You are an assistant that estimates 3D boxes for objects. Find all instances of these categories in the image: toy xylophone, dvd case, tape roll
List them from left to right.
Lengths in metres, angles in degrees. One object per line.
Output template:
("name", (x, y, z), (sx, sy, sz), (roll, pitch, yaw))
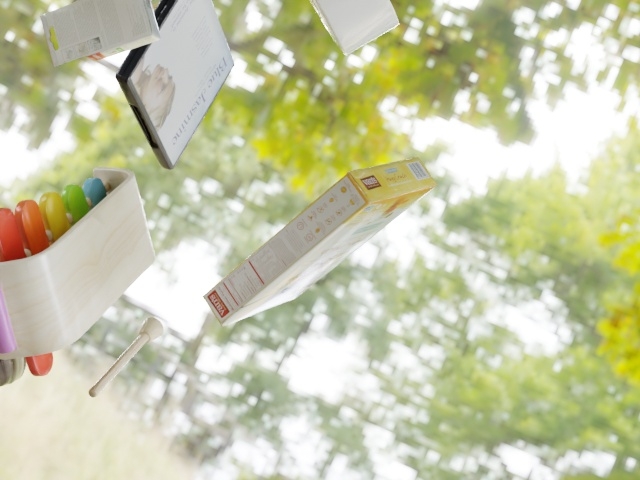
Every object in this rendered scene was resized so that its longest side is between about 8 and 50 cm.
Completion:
("toy xylophone", (-0.281, 0.047, 1.888), (0.081, 0.236, 0.322), (-3, 15, 23))
("dvd case", (-0.181, -0.218, 2.045), (0.022, 0.180, 0.253), (23, -18, 16))
("tape roll", (0.007, -0.425, 2.431), (0.286, 0.100, 0.286), (60, 3, -5))

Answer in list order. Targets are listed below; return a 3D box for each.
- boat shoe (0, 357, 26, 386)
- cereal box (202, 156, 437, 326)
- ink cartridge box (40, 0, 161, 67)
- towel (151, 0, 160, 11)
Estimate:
("boat shoe", (-0.501, 0.106, 2.282), (0.355, 0.130, 0.132), (99, -30, -55))
("cereal box", (0.000, 0.000, 1.777), (0.047, 0.240, 0.173), (55, 29, 10))
("ink cartridge box", (-0.231, -0.225, 1.686), (0.115, 0.063, 0.029), (-17, -8, 12))
("towel", (-0.204, -0.413, 2.492), (0.102, 0.237, 0.021), (-14, -50, 39))
